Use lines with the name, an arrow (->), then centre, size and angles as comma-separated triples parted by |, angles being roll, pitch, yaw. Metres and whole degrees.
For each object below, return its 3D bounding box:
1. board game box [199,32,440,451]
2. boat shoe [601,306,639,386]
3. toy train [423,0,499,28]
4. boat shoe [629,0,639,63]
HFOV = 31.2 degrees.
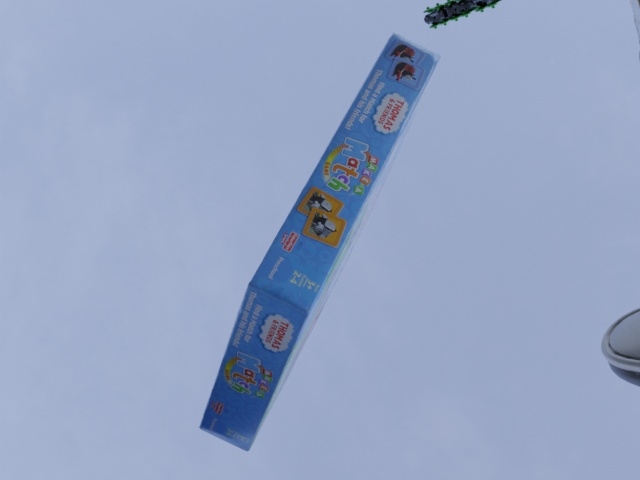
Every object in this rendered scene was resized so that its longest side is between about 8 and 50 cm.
board game box -> 0.000, 0.000, 0.679 | 0.039, 0.160, 0.211 | 25, -128, 2
boat shoe -> 0.366, 0.084, 0.788 | 0.335, 0.112, 0.095 | -11, -64, 30
toy train -> 0.104, -0.169, 0.820 | 0.083, 0.024, 0.017 | -6, -70, 59
boat shoe -> 0.246, -0.121, 0.740 | 0.098, 0.096, 0.277 | -23, -82, -6
